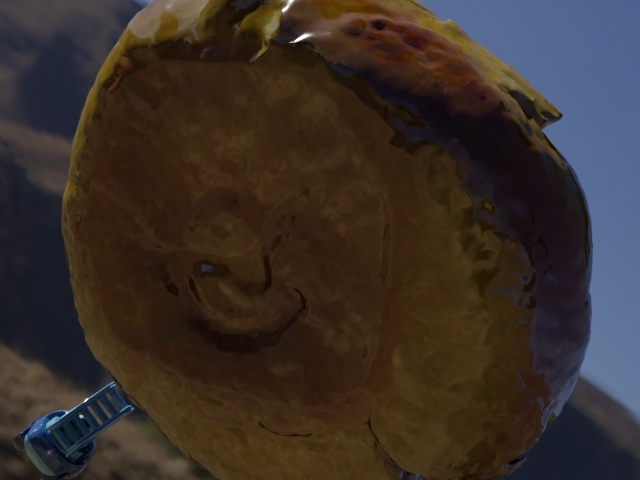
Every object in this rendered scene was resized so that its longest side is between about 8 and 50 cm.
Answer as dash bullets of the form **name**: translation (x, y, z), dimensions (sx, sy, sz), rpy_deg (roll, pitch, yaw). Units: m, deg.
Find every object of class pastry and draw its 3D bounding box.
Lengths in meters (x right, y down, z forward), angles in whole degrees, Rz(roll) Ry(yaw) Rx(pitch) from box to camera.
- **pastry**: translation (0.000, 0.000, 1.159), dimensions (0.356, 0.356, 0.164), rpy_deg (34, 30, 19)

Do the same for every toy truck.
- **toy truck**: translation (-0.197, 0.154, 1.552), dimensions (0.056, 0.090, 0.073), rpy_deg (53, 9, 4)
